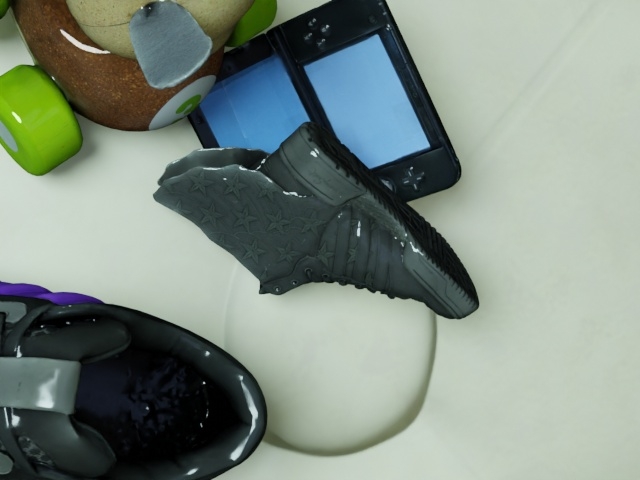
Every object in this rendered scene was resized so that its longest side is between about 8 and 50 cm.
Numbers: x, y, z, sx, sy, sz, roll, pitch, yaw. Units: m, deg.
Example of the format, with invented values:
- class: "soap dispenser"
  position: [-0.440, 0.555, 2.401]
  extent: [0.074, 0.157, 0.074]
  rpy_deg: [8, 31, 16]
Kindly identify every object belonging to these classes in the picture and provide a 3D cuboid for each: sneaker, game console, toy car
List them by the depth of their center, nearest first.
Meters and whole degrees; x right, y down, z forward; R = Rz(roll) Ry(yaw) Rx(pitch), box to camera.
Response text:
- class: "sneaker"
  position: [-0.151, 0.055, 0.489]
  extent: [0.293, 0.146, 0.102]
  rpy_deg: [11, 83, -30]
- class: "toy car"
  position: [-0.066, -0.105, 0.504]
  extent: [0.155, 0.188, 0.149]
  rpy_deg: [-37, 125, -22]
- class: "sneaker"
  position: [0.000, 0.001, 0.612]
  extent: [0.089, 0.051, 0.170]
  rpy_deg: [-40, 111, 19]
- class: "game console"
  position: [0.001, -0.060, 0.628]
  extent: [0.122, 0.107, 0.071]
  rpy_deg: [64, 34, -13]
